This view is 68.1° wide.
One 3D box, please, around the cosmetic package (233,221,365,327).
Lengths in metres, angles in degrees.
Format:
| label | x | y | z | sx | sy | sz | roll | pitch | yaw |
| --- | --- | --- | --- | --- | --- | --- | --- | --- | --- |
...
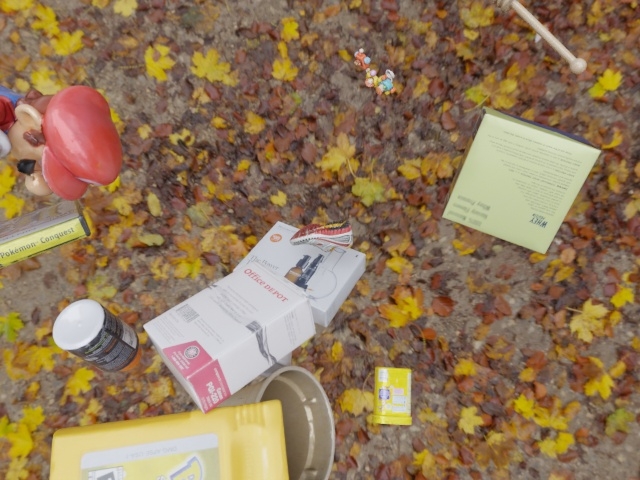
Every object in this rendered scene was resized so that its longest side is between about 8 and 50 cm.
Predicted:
| label | x | y | z | sx | sy | sz | roll | pitch | yaw |
| --- | --- | --- | --- | --- | --- | --- | --- | --- | --- |
| cosmetic package | -0.070 | 0.105 | 1.669 | 0.377 | 0.097 | 0.284 | 21 | 49 | 23 |

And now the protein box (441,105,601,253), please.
| label | x | y | z | sx | sy | sz | roll | pitch | yaw |
| --- | --- | --- | --- | --- | --- | --- | --- | --- | --- |
| protein box | 0.361 | -0.118 | 0.889 | 0.199 | 0.136 | 0.201 | 21 | 115 | 9 |

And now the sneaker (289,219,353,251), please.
| label | x | y | z | sx | sy | sz | roll | pitch | yaw |
| --- | --- | --- | --- | --- | --- | --- | --- | --- | --- |
| sneaker | 0.000 | 0.000 | 1.516 | 0.225 | 0.088 | 0.093 | -4 | 117 | 31 |

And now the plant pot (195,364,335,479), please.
| label | x | y | z | sx | sy | sz | roll | pitch | yaw |
| --- | --- | --- | --- | --- | --- | --- | --- | --- | --- |
| plant pot | -0.178 | 0.520 | 1.259 | 0.305 | 0.333 | 0.334 | -18 | 83 | 32 |

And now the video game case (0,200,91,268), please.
| label | x | y | z | sx | sy | sz | roll | pitch | yaw |
| --- | --- | --- | --- | --- | --- | --- | --- | --- | --- |
| video game case | -0.494 | 0.001 | 0.730 | 0.248 | 0.275 | 0.035 | -25 | 112 | -23 |

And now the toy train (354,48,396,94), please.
| label | x | y | z | sx | sy | sz | roll | pitch | yaw |
| --- | --- | --- | --- | --- | --- | --- | --- | --- | --- |
| toy train | 0.162 | -0.512 | 1.467 | 0.046 | 0.125 | 0.166 | -41 | 59 | -4 |

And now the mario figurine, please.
| label | x | y | z | sx | sy | sz | roll | pitch | yaw |
| --- | --- | --- | --- | --- | --- | --- | --- | --- | --- |
| mario figurine | -0.409 | -0.129 | 0.606 | 0.320 | 0.170 | 0.198 | 21 | 45 | 8 |

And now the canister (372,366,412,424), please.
| label | x | y | z | sx | sy | sz | roll | pitch | yaw |
| --- | --- | --- | --- | --- | --- | --- | --- | --- | --- |
| canister | 0.232 | 0.497 | 1.522 | 0.126 | 0.073 | 0.170 | 7 | 75 | -11 |

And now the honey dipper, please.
| label | x | y | z | sx | sy | sz | roll | pitch | yaw |
| --- | --- | --- | --- | --- | --- | --- | --- | --- | --- |
| honey dipper | 0.263 | -0.262 | 0.575 | 0.030 | 0.030 | 0.161 | -37 | 75 | -1 |

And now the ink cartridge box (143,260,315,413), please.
| label | x | y | z | sx | sy | sz | roll | pitch | yaw |
| --- | --- | --- | --- | --- | --- | --- | --- | --- | --- |
| ink cartridge box | -0.140 | 0.141 | 0.757 | 0.217 | 0.092 | 0.158 | -33 | 40 | -27 |

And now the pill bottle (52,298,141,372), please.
| label | x | y | z | sx | sy | sz | roll | pitch | yaw |
| --- | --- | --- | --- | --- | --- | --- | --- | --- | --- |
| pill bottle | -0.553 | 0.258 | 1.211 | 0.130 | 0.246 | 0.131 | -4 | 57 | 7 |

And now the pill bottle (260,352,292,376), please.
| label | x | y | z | sx | sy | sz | roll | pitch | yaw |
| --- | --- | --- | --- | --- | --- | --- | --- | --- | --- |
| pill bottle | -0.145 | 0.275 | 1.408 | 0.131 | 0.131 | 0.229 | -1 | 51 | 3 |

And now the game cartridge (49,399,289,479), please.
| label | x | y | z | sx | sy | sz | roll | pitch | yaw |
| --- | --- | --- | --- | --- | --- | --- | --- | --- | --- |
| game cartridge | -0.199 | 0.385 | 0.646 | 0.323 | 0.053 | 0.286 | -6 | 66 | -7 |
